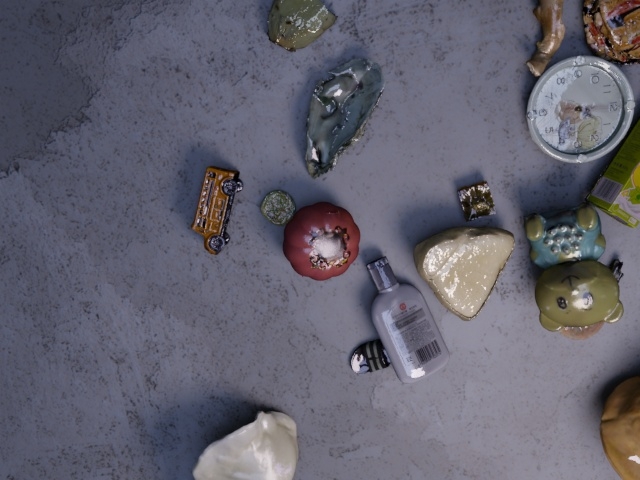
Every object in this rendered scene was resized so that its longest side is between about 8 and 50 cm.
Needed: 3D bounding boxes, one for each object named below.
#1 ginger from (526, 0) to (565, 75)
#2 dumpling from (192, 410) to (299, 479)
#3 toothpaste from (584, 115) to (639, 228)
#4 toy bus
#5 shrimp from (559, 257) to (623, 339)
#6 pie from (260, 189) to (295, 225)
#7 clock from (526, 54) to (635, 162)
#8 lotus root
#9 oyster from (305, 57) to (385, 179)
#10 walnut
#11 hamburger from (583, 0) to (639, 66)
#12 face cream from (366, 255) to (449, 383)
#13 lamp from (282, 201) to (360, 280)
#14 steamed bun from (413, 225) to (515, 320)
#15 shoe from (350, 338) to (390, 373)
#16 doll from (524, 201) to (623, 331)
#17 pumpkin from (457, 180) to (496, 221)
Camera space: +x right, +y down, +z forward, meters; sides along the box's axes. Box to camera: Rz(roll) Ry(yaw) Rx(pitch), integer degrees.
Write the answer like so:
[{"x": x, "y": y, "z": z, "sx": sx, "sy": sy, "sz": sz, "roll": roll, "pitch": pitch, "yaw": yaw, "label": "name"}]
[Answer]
[{"x": 0.496, "y": -0.501, "z": 1.548, "sx": 0.089, "sy": 0.075, "sz": 0.288, "roll": 17, "pitch": 103, "yaw": 30, "label": "ginger"}, {"x": -0.185, "y": 0.541, "z": 1.660, "sx": 0.318, "sy": 0.187, "sz": 0.243, "roll": -51, "pitch": 139, "yaw": 1, "label": "dumpling"}, {"x": 0.729, "y": -0.191, "z": 1.580, "sx": 0.110, "sy": 0.077, "sz": 0.327, "roll": 26, "pitch": 100, "yaw": -29, "label": "toothpaste"}, {"x": -0.238, "y": -0.069, "z": 1.621, "sx": 0.088, "sy": 0.083, "sz": 0.194, "roll": 15, "pitch": 98, "yaw": 1, "label": "toy bus"}, {"x": 0.619, "y": 0.126, "z": 1.674, "sx": 0.152, "sy": 0.046, "sz": 0.219, "roll": 25, "pitch": 100, "yaw": -7, "label": "shrimp"}, {"x": -0.096, "y": -0.075, "z": 1.650, "sx": 0.084, "sy": 0.021, "sz": 0.084, "roll": 0, "pitch": 97, "yaw": 2, "label": "pie"}, {"x": 0.572, "y": -0.292, "z": 1.590, "sx": 0.236, "sy": 0.053, "sz": 0.236, "roll": 0, "pitch": 104, "yaw": -1, "label": "clock"}, {"x": -0.051, "y": -0.481, "z": 1.550, "sx": 0.143, "sy": 0.070, "sz": 0.144, "roll": 34, "pitch": 99, "yaw": -5, "label": "lotus root"}, {"x": 0.053, "y": -0.271, "z": 1.580, "sx": 0.199, "sy": 0.087, "sz": 0.252, "roll": -6, "pitch": 93, "yaw": 11, "label": "oyster"}, {"x": 0.844, "y": 0.449, "z": 1.589, "sx": 0.384, "sy": 0.383, "sz": 0.383, "roll": 0, "pitch": 100, "yaw": 0, "label": "walnut"}, {"x": 0.680, "y": -0.491, "z": 1.532, "sx": 0.231, "sy": 0.107, "sz": 0.231, "roll": 0, "pitch": 94, "yaw": -5, "label": "hamburger"}, {"x": 0.188, "y": 0.179, "z": 1.656, "sx": 0.144, "sy": 0.071, "sz": 0.291, "roll": -27, "pitch": 92, "yaw": -19, "label": "face cream"}, {"x": 0.000, "y": 0.000, "z": 1.612, "sx": 0.182, "sy": 0.140, "sz": 0.182, "roll": -5, "pitch": 107, "yaw": -17, "label": "lamp"}, {"x": 0.309, "y": 0.045, "z": 1.626, "sx": 0.212, "sy": 0.110, "sz": 0.231, "roll": 27, "pitch": 97, "yaw": -22, "label": "steamed bun"}, {"x": 0.155, "y": 0.269, "z": 1.698, "sx": 0.179, "sy": 0.049, "sz": 0.071, "roll": -21, "pitch": 99, "yaw": 4, "label": "shoe"}, {"x": 0.552, "y": 0.064, "z": 1.572, "sx": 0.177, "sy": 0.161, "sz": 0.260, "roll": -13, "pitch": 76, "yaw": 20, "label": "doll"}, {"x": 0.357, "y": -0.088, "z": 1.631, "sx": 0.074, "sy": 0.054, "sz": 0.083, "roll": -19, "pitch": 105, "yaw": 8, "label": "pumpkin"}]
